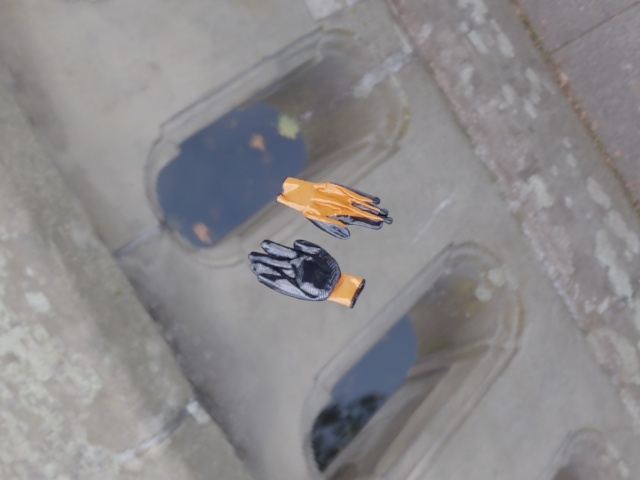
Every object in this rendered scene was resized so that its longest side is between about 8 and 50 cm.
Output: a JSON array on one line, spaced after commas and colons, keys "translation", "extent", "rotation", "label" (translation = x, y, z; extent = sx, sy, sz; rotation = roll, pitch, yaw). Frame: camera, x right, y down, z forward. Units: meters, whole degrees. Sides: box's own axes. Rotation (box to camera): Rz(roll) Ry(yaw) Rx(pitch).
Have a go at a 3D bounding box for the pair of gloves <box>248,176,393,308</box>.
[{"translation": [0.000, 0.000, 0.706], "extent": [0.074, 0.083, 0.010], "rotation": [16, 152, 15], "label": "pair of gloves"}]
